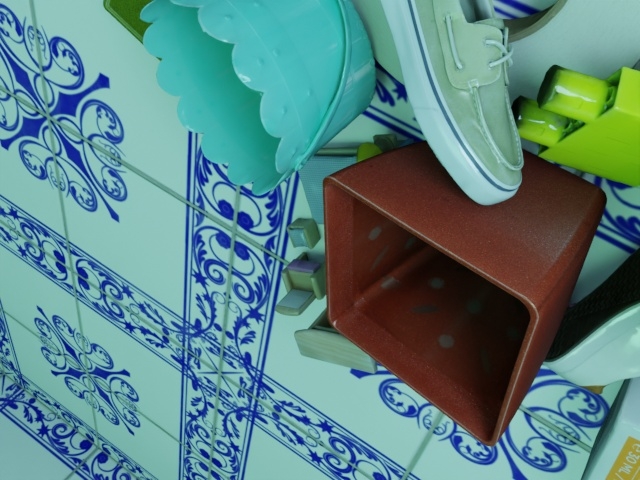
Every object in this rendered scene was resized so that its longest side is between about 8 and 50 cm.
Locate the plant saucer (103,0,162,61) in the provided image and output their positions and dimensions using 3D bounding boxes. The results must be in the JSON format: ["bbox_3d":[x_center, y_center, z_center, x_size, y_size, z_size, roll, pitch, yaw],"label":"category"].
[{"bbox_3d":[-0.262,-0.373,1.054,0.188,0.045,0.188,43,140,2],"label":"plant saucer"}]

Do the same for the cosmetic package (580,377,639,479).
[{"bbox_3d":[0.584,0.336,0.853,0.453,0.161,0.230,22,135,24],"label":"cosmetic package"}]

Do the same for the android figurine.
[{"bbox_3d":[0.335,-0.103,0.682,0.272,0.056,0.248,15,171,-2],"label":"android figurine"}]

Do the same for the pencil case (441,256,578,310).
[{"bbox_3d":[0.264,0.088,0.961,0.209,0.095,0.098,23,155,19],"label":"pencil case"}]

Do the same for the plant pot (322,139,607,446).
[{"bbox_3d":[0.180,0.023,0.807,0.267,0.235,0.267,34,147,30],"label":"plant pot"}]

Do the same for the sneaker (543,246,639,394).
[{"bbox_3d":[0.409,0.084,0.818,0.123,0.106,0.290,36,124,-15],"label":"sneaker"}]

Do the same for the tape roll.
[{"bbox_3d":[0.181,-0.315,0.711,0.391,0.072,0.392,23,134,25],"label":"tape roll"}]

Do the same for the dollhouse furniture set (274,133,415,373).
[{"bbox_3d":[0.000,0.000,1.031,0.286,0.198,0.304,7,127,36],"label":"dollhouse furniture set"}]

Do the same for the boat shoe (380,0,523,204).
[{"bbox_3d":[0.137,-0.185,0.672,0.094,0.109,0.303,-25,85,43],"label":"boat shoe"}]

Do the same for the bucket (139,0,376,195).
[{"bbox_3d":[-0.075,-0.220,0.868,0.281,0.183,0.281,42,156,24],"label":"bucket"}]
